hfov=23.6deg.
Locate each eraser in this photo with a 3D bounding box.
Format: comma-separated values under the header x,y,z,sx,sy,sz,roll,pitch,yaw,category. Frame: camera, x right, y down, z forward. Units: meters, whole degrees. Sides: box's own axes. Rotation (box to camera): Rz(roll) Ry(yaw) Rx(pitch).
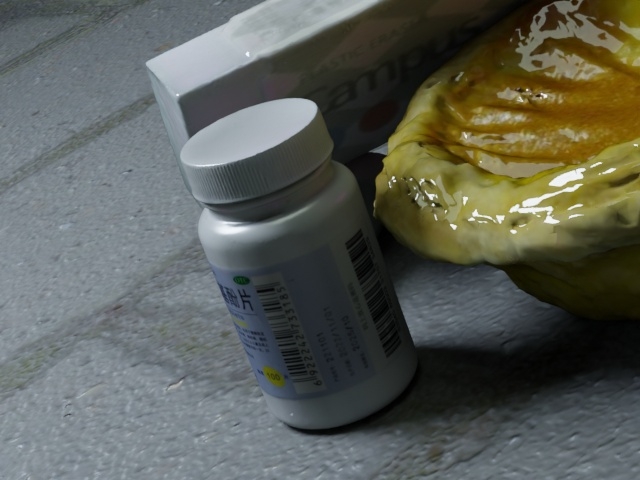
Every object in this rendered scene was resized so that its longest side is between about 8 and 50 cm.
x,y,z,sx,sy,sz,roll,pitch,yaw,category
0.072,-0.156,1.143,0.397,0.213,0.082,-28,62,-8,eraser

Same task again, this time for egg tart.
x,y,z,sx,sy,sz,roll,pitch,yaw,category
0.221,-0.068,0.966,0.388,0.169,0.388,-20,22,9,egg tart

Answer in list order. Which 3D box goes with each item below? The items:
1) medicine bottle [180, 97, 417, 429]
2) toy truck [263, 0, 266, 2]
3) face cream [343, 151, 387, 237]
x,y,z,sx,sy,sz,roll,pitch,yaw,category
-0.013,0.015,0.943,0.102,0.187,0.103,-17,24,8,medicine bottle
0.031,-0.203,1.504,0.192,0.092,0.083,-16,23,-9,toy truck
0.000,0.000,1.131,0.084,0.057,0.198,-8,25,27,face cream
